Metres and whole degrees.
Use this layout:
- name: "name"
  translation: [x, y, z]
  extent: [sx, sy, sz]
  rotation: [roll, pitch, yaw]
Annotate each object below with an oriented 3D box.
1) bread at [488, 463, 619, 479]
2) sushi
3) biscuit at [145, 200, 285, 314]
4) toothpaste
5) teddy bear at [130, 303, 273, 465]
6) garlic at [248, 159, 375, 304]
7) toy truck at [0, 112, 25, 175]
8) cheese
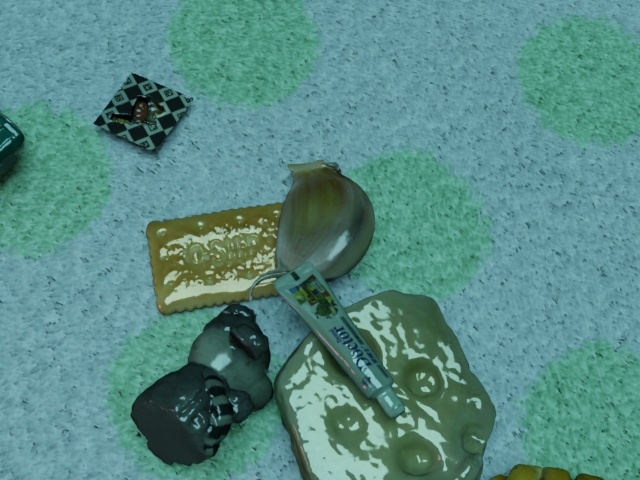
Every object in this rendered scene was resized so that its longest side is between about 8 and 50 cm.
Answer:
- name: "bread"
  translation: [0.370, 0.406, 1.108]
  extent: [0.311, 0.121, 0.172]
  rotation: [10, 68, 0]
- name: "sushi"
  translation: [-0.293, -0.209, 1.354]
  extent: [0.120, 0.026, 0.126]
  rotation: [25, 63, 8]
- name: "biscuit"
  translation: [-0.140, 0.022, 1.268]
  extent: [0.250, 0.030, 0.160]
  rotation: [-8, 69, -9]
- name: "toothpaste"
  translation: [0.030, 0.137, 1.116]
  extent: [0.067, 0.037, 0.255]
  rotation: [-32, 69, -16]
- name: "teddy bear"
  translation: [-0.133, 0.197, 1.131]
  extent: [0.144, 0.171, 0.251]
  rotation: [47, 64, -8]
- name: "garlic"
  translation: [0.001, 0.003, 1.236]
  extent: [0.148, 0.128, 0.266]
  rotation: [-6, 43, 29]
- name: "toy truck"
  translation: [-0.613, -0.211, 1.247]
  extent: [0.363, 0.178, 0.176]
  rotation: [36, 70, 13]
- name: "cheese"
  translation: [0.097, 0.229, 1.159]
  extent: [0.318, 0.115, 0.326]
  rotation: [25, 68, 6]
